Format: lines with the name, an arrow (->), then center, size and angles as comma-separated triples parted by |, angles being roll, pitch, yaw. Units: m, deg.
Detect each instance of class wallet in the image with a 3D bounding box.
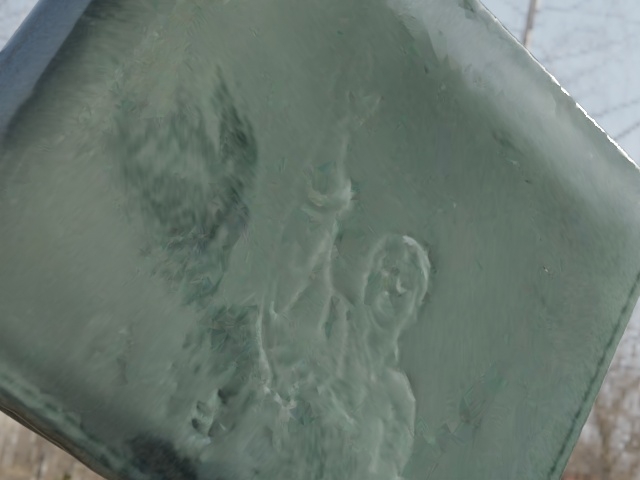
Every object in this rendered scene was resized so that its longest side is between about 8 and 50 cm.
wallet -> -0.001, 0.000, 0.526 | 0.290, 0.251, 0.054 | 41, -23, -23
